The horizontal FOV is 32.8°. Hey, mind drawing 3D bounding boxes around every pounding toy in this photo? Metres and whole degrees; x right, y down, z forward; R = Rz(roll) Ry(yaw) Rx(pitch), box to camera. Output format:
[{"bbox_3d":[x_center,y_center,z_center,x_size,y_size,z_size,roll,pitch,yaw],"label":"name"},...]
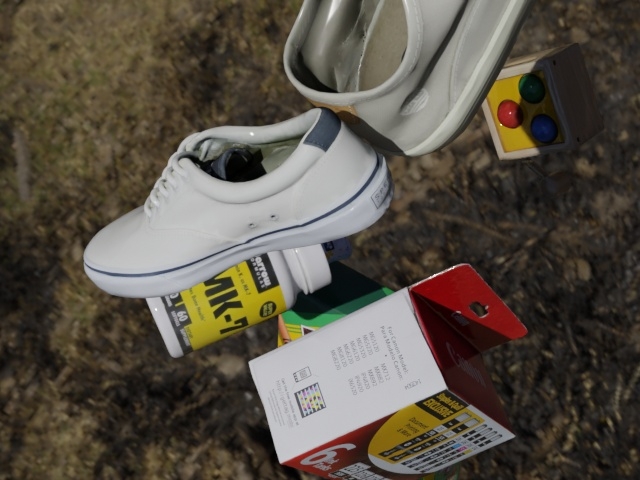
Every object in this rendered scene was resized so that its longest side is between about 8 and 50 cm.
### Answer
[{"bbox_3d":[0.290,-0.147,1.513,0.181,0.206,0.094,-7,18,48],"label":"pounding toy"}]

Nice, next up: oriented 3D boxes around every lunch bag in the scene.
[{"bbox_3d":[0.000,0.000,1.592,0.071,0.053,0.083,-15,50,-20],"label":"lunch bag"}]

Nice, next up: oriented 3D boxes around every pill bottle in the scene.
[{"bbox_3d":[-0.101,0.046,1.284,0.209,0.119,0.119,-23,44,-8],"label":"pill bottle"}]

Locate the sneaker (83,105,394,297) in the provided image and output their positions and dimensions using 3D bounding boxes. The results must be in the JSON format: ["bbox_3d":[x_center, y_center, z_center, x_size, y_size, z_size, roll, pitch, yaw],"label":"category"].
[{"bbox_3d":[-0.076,-0.034,0.765,0.258,0.091,0.094,-18,35,27],"label":"sneaker"}]

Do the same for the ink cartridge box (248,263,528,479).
[{"bbox_3d":[0.112,0.175,1.277,0.272,0.309,0.130,-27,63,14],"label":"ink cartridge box"}]

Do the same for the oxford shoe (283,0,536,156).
[{"bbox_3d":[0.094,-0.256,0.689,0.169,0.130,0.449,51,127,45],"label":"oxford shoe"}]

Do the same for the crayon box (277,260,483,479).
[{"bbox_3d":[0.080,0.239,1.707,0.313,0.362,0.106,29,46,28],"label":"crayon box"}]
